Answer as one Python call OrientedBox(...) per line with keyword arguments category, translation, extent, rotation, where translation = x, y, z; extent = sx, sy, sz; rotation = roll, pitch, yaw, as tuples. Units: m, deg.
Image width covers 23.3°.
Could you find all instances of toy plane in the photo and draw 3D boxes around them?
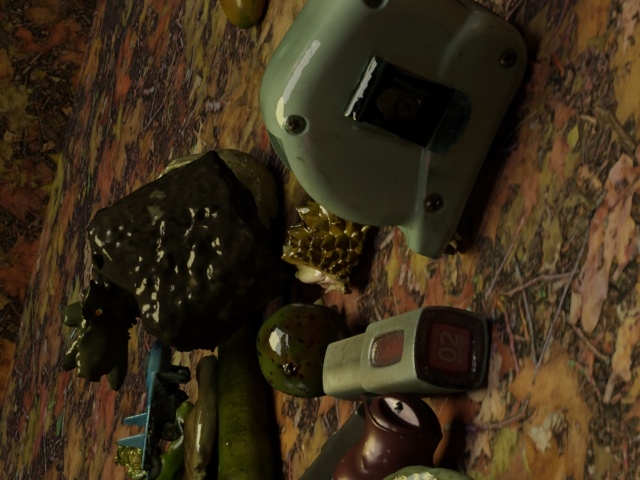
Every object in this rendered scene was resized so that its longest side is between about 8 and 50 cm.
OrientedBox(category="toy plane", translation=(-0.214, 0.208, 2.106), extent=(0.169, 0.078, 0.246), rotation=(-82, 11, -48))

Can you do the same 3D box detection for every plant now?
OrientedBox(category="plant", translation=(-0.201, 0.050, 1.921), extent=(0.213, 0.312, 0.215), rotation=(59, -172, 10))

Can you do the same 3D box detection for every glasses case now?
OrientedBox(category="glasses case", translation=(0.033, 0.234, 1.619), extent=(0.042, 0.072, 0.190), rotation=(-58, 1, -42))

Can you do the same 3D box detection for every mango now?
OrientedBox(category="mango", translation=(-0.119, -0.405, 2.337), extent=(0.111, 0.089, 0.163), rotation=(-133, 47, -65))

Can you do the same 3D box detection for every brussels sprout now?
OrientedBox(category="brussels sprout", translation=(-0.284, 0.349, 2.456), extent=(0.085, 0.058, 0.085), rotation=(5, 98, 39))

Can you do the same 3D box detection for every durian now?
OrientedBox(category="durian", translation=(-0.011, 0.004, 1.840), extent=(0.224, 0.078, 0.140), rotation=(151, 126, -68))

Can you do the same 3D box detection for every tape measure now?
OrientedBox(category="tape measure", translation=(0.070, -0.125, 1.480), extent=(0.243, 0.246, 0.125), rotation=(-67, 26, 14))

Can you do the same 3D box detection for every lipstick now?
OrientedBox(category="lipstick", translation=(0.077, 0.119, 1.543), extent=(0.253, 0.077, 0.079), rotation=(156, 122, -68))

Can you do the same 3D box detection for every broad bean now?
OrientedBox(category="broad bean", translation=(-0.219, 0.331, 2.288), extent=(0.070, 0.048, 0.213), rotation=(-115, 40, -53))

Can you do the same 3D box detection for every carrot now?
OrientedBox(category="carrot", translation=(-0.100, 0.204, 2.007), extent=(0.358, 0.074, 0.074), rotation=(-96, 25, -45))

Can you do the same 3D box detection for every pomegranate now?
OrientedBox(category="pomegranate", translation=(-0.011, 0.115, 1.765), extent=(0.114, 0.114, 0.142), rotation=(-68, -6, 30))

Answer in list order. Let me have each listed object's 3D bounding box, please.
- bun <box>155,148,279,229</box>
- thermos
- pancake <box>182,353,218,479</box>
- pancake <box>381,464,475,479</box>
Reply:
OrientedBox(category="bun", translation=(-0.173, -0.020, 2.139), extent=(0.259, 0.152, 0.259), rotation=(-51, 22, 31))
OrientedBox(category="thermos", translation=(0.050, 0.308, 1.471), extent=(0.136, 0.109, 0.330), rotation=(-146, 68, -69))
OrientedBox(category="pancake", translation=(-0.167, 0.272, 2.118), extent=(0.236, 0.042, 0.222), rotation=(103, 171, -53))
OrientedBox(category="pancake", translation=(0.093, 0.317, 1.336), extent=(0.253, 0.037, 0.253), rotation=(-14, 71, 46))
